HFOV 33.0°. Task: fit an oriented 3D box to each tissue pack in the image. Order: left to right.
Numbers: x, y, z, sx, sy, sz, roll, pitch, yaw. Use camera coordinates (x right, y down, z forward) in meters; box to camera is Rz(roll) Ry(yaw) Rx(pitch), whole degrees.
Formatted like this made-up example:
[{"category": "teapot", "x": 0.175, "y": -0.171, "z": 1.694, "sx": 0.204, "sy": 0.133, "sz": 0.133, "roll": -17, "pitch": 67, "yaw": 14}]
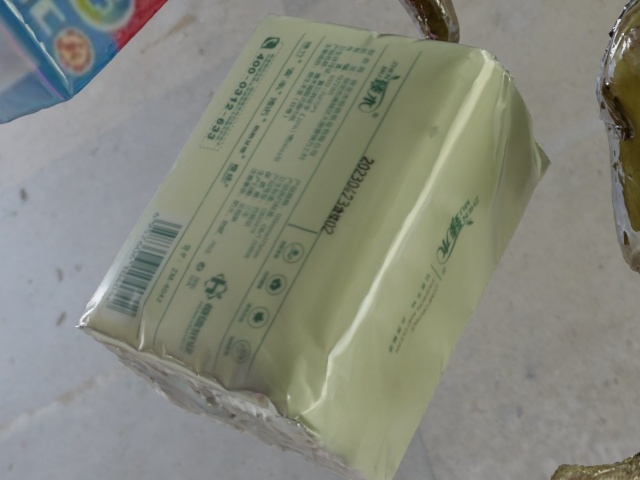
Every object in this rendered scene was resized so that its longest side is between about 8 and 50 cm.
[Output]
[{"category": "tissue pack", "x": 0.000, "y": 0.000, "z": 1.010, "sx": 0.297, "sy": 0.207, "sz": 0.380, "roll": 19, "pitch": 71, "yaw": 37}]

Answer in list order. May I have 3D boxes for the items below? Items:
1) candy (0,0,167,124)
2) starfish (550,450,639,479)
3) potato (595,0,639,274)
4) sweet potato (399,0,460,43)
[{"category": "candy", "x": -0.117, "y": -0.215, "z": 0.563, "sx": 0.100, "sy": 0.157, "sz": 0.306, "roll": -5, "pitch": 40, "yaw": 43}, {"category": "starfish", "x": 0.290, "y": 0.169, "z": 0.855, "sx": 0.299, "sy": 0.302, "sz": 0.060, "roll": -27, "pitch": 61, "yaw": -17}, {"category": "potato", "x": 0.369, "y": -0.073, "z": 0.925, "sx": 0.246, "sy": 0.300, "sz": 0.196, "roll": -15, "pitch": 36, "yaw": 10}, {"category": "sweet potato", "x": 0.082, "y": -0.323, "z": 1.233, "sx": 0.075, "sy": 0.273, "sz": 0.075, "roll": -35, "pitch": 20, "yaw": 15}]
